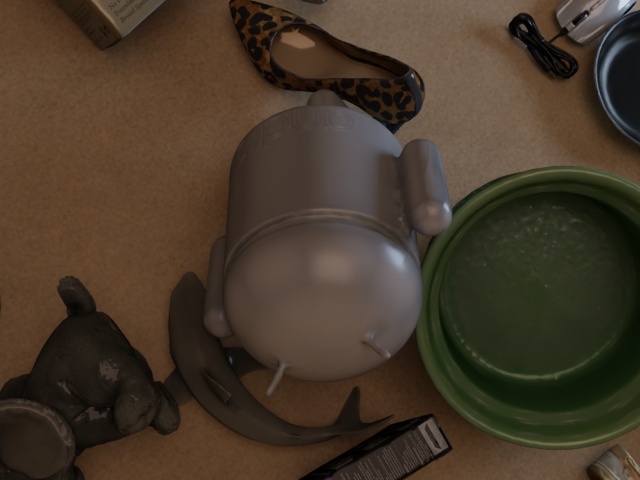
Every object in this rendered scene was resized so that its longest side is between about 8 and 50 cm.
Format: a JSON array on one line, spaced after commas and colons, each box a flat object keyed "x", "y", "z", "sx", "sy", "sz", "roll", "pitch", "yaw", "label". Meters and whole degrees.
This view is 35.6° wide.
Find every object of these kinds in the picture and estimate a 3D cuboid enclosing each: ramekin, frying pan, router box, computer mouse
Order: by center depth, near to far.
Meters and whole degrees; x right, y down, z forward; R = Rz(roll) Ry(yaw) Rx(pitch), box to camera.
[{"x": 0.052, "y": 0.239, "z": 1.056, "sx": 0.133, "sy": 0.179, "sz": 0.046, "roll": -28, "pitch": 82, "yaw": -14, "label": "router box"}, {"x": 0.250, "y": 0.063, "z": 1.102, "sx": 0.303, "sy": 0.148, "sz": 0.304, "roll": 0, "pitch": 100, "yaw": 2, "label": "ramekin"}, {"x": 0.475, "y": -0.149, "z": 1.287, "sx": 0.197, "sy": 0.053, "sz": 0.326, "roll": -32, "pitch": 88, "yaw": -15, "label": "frying pan"}, {"x": 0.344, "y": -0.297, "z": 1.298, "sx": 0.193, "sy": 0.042, "sz": 0.106, "roll": -40, "pitch": 87, "yaw": -16, "label": "computer mouse"}]

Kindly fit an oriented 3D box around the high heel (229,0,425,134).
[{"x": 0.006, "y": -0.222, "z": 1.142, "sx": 0.261, "sy": 0.186, "sz": 0.093, "roll": 40, "pitch": 74, "yaw": -1, "label": "high heel"}]

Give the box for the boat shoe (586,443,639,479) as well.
[{"x": 0.393, "y": 0.309, "z": 1.167, "sx": 0.170, "sy": 0.063, "sz": 0.059, "roll": 45, "pitch": 80, "yaw": 2, "label": "boat shoe"}]

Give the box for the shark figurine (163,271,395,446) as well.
[{"x": -0.075, "y": 0.171, "z": 1.083, "sx": 0.278, "sy": 0.116, "sz": 0.166, "roll": 34, "pitch": 76, "yaw": 0, "label": "shark figurine"}]

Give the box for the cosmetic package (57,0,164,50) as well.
[{"x": -0.284, "y": -0.385, "z": 1.114, "sx": 0.160, "sy": 0.113, "sz": 0.309, "roll": -47, "pitch": 109, "yaw": -15, "label": "cosmetic package"}]

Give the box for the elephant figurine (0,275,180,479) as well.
[{"x": -0.276, "y": 0.199, "z": 1.012, "sx": 0.239, "sy": 0.169, "sz": 0.186, "roll": -36, "pitch": 59, "yaw": -7, "label": "elephant figurine"}]

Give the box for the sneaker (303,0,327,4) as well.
[{"x": -0.074, "y": -0.455, "z": 1.208, "sx": 0.210, "sy": 0.137, "sz": 0.366, "roll": 1, "pitch": 73, "yaw": -10, "label": "sneaker"}]

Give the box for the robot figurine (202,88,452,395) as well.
[{"x": 0.000, "y": 0.000, "z": 1.038, "sx": 0.200, "sy": 0.300, "sz": 0.353, "roll": 41, "pitch": 31, "yaw": -35, "label": "robot figurine"}]
